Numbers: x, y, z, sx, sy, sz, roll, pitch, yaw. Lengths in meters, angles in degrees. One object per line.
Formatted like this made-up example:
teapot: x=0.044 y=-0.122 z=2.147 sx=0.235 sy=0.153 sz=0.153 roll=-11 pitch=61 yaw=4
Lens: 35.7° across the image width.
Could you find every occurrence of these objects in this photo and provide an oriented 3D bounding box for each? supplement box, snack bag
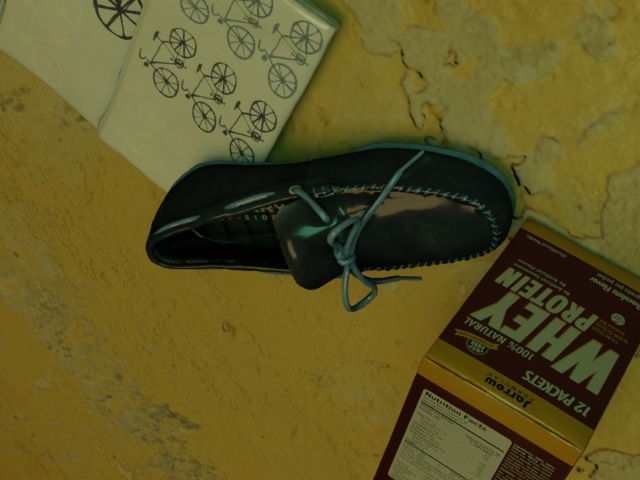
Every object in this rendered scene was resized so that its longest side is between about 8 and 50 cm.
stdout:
supplement box: x=0.159 y=0.127 z=0.818 sx=0.129 sy=0.191 sz=0.194 roll=31 pitch=138 yaw=15
snack bag: x=-0.171 y=-0.196 z=0.939 sx=0.342 sy=0.037 sz=0.323 roll=41 pitch=139 yaw=4

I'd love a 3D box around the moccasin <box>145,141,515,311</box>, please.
moccasin: x=0.000 y=0.000 z=0.878 sx=0.342 sy=0.117 sz=0.137 roll=-4 pitch=126 yaw=31
